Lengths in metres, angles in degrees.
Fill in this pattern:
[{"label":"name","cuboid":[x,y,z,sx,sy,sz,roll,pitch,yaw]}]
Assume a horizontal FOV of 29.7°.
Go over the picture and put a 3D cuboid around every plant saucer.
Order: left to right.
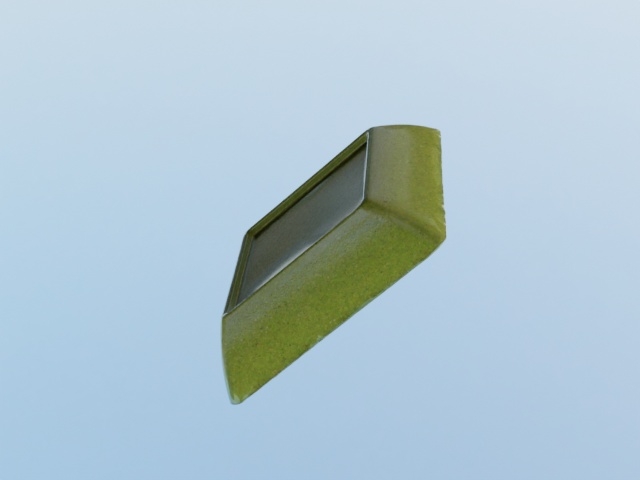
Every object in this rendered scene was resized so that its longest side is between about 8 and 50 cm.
[{"label":"plant saucer","cuboid":[0.000,0.000,0.833,0.188,0.045,0.188,-40,-162,21]}]
